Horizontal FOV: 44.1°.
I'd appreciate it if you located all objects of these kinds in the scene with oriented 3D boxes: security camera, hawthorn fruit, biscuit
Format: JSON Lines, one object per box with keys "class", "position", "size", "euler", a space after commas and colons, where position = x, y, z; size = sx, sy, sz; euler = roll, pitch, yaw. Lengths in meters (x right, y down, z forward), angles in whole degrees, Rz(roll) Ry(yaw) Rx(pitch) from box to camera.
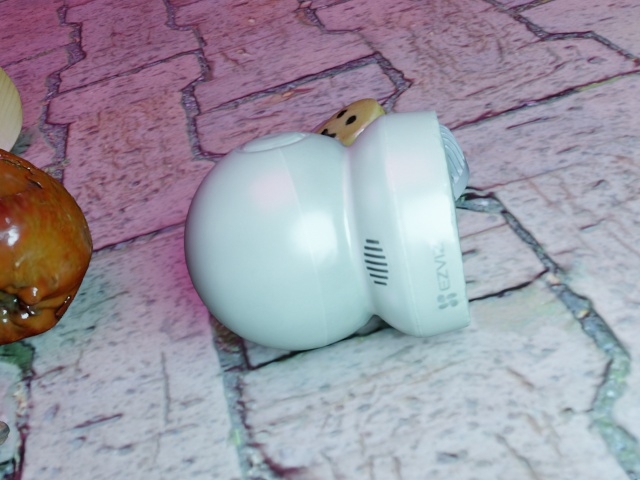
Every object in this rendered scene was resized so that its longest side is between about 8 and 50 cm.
{"class": "security camera", "position": [0.000, 0.000, 0.667], "size": [0.236, 0.194, 0.194], "euler": [-11, 35, 10]}
{"class": "hawthorn fruit", "position": [-0.369, -0.008, 0.827], "size": [0.211, 0.211, 0.299], "euler": [-32, 38, -21]}
{"class": "biscuit", "position": [-0.027, -0.072, 0.851], "size": [0.234, 0.030, 0.153], "euler": [-39, 31, 6]}

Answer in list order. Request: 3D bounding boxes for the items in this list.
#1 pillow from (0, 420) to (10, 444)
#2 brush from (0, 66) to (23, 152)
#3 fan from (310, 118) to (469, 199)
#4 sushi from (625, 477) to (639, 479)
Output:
{"class": "pillow", "position": [-0.415, 0.197, 0.666], "size": [0.223, 0.084, 0.236], "euler": [15, 42, 39]}
{"class": "brush", "position": [-0.575, -0.157, 1.180], "size": [0.166, 0.174, 0.267], "euler": [-16, 48, 25]}
{"class": "fan", "position": [0.060, -0.088, 0.876], "size": [0.130, 0.074, 0.244], "euler": [-39, 33, -11]}
{"class": "sushi", "position": [0.095, 0.272, 0.346], "size": [0.294, 0.059, 0.292], "euler": [-9, 46, -11]}
